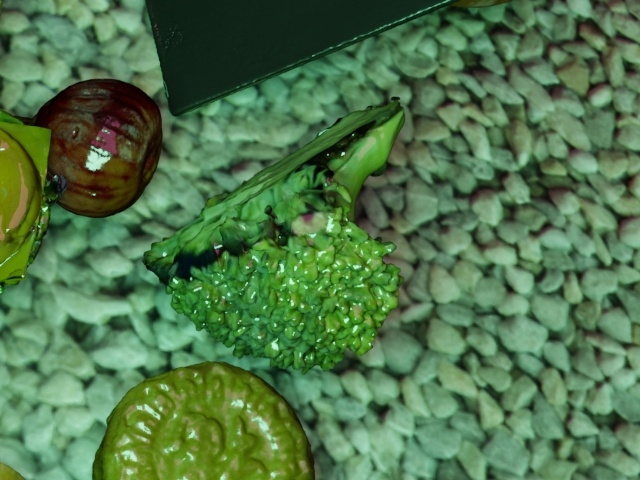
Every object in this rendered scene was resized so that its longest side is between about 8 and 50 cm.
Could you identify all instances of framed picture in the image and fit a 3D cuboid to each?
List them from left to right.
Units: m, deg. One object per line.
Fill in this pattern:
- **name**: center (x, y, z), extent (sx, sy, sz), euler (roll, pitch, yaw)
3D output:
- **framed picture**: center (-0.023, -0.280, 1.614), extent (0.324, 0.013, 0.244), euler (-20, 69, 17)

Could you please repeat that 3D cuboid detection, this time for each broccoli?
- **broccoli**: center (-0.002, 0.017, 1.498), extent (0.273, 0.242, 0.180), euler (-35, 103, -24)

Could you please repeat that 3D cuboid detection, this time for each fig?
- **fig**: center (-0.202, -0.092, 1.522), extent (0.128, 0.128, 0.150), euler (-24, 62, -29)

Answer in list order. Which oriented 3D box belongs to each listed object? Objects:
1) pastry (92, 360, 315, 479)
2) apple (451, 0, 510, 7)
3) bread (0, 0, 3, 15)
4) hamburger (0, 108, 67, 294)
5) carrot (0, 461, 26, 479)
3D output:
- **pastry**: center (-0.097, 0.195, 1.429), extent (0.189, 0.103, 0.188), euler (9, 63, -18)
- **apple**: center (0.149, -0.372, 1.726), extent (0.286, 0.233, 0.286), euler (10, 56, -15)
- **bread**: center (-0.349, -0.198, 1.498), extent (0.141, 0.134, 0.148), euler (9, 89, -19)
- **hamburger**: center (-0.302, -0.030, 1.451), extent (0.164, 0.093, 0.189), euler (19, 72, 1)
- **carrot**: center (-0.299, 0.268, 1.344), extent (0.072, 0.072, 0.205), euler (26, 65, -8)
